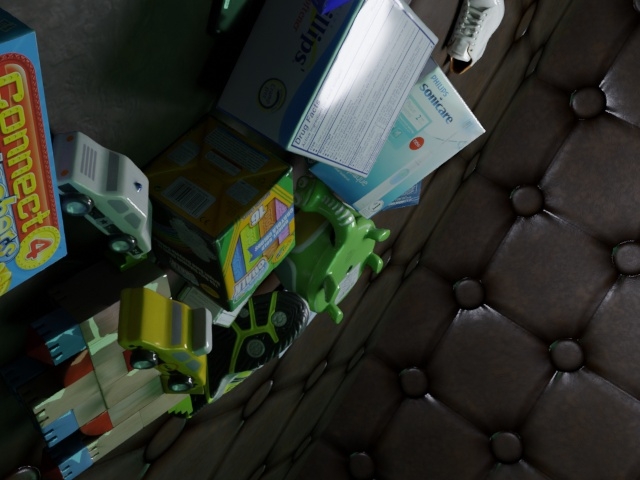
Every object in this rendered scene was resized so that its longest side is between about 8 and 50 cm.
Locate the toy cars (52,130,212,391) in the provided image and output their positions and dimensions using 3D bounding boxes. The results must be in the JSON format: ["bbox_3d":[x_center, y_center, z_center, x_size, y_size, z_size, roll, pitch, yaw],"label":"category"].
[{"bbox_3d":[-0.221,0.034,0.878,0.176,0.087,0.394,-65,137,-71],"label":"toy cars"}]

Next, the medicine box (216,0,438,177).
[{"bbox_3d":[0.022,-0.262,1.039,0.264,0.149,0.289,-62,154,10],"label":"medicine box"}]

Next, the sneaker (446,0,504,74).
[{"bbox_3d":[0.397,-0.543,1.750,0.123,0.105,0.290,-53,162,-20],"label":"sneaker"}]

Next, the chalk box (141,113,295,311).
[{"bbox_3d":[-0.161,-0.022,1.105,0.179,0.180,0.289,-47,160,-25],"label":"chalk box"}]

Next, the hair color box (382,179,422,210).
[{"bbox_3d":[0.175,-0.235,1.566,0.105,0.174,0.347,-11,152,-2],"label":"hair color box"}]

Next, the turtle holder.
[{"bbox_3d":[-0.009,0.017,1.460,0.243,0.227,0.320,-56,160,0],"label":"turtle holder"}]

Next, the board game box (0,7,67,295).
[{"bbox_3d":[-0.404,-0.034,0.631,0.302,0.086,0.308,-41,155,-39],"label":"board game box"}]

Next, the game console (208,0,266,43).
[{"bbox_3d":[-0.108,-0.353,0.963,0.107,0.071,0.122,0,126,-32],"label":"game console"}]

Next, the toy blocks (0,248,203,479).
[{"bbox_3d":[-0.350,0.195,1.027,0.260,0.190,0.382,-32,139,-33],"label":"toy blocks"}]

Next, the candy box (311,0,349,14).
[{"bbox_3d":[0.129,-0.427,0.756,0.317,0.122,0.268,-33,178,-21],"label":"candy box"}]

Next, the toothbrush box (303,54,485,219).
[{"bbox_3d":[0.131,-0.210,1.291,0.295,0.126,0.216,-37,138,14],"label":"toothbrush box"}]

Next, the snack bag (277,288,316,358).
[{"bbox_3d":[-0.040,0.148,1.883,0.323,0.037,0.343,-48,160,-26],"label":"snack bag"}]

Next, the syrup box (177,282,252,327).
[{"bbox_3d":[-0.165,0.048,1.326,0.237,0.096,0.093,-56,163,-4],"label":"syrup box"}]

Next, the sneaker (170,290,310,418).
[{"bbox_3d":[-0.184,0.230,1.455,0.384,0.145,0.147,-36,175,12],"label":"sneaker"}]
